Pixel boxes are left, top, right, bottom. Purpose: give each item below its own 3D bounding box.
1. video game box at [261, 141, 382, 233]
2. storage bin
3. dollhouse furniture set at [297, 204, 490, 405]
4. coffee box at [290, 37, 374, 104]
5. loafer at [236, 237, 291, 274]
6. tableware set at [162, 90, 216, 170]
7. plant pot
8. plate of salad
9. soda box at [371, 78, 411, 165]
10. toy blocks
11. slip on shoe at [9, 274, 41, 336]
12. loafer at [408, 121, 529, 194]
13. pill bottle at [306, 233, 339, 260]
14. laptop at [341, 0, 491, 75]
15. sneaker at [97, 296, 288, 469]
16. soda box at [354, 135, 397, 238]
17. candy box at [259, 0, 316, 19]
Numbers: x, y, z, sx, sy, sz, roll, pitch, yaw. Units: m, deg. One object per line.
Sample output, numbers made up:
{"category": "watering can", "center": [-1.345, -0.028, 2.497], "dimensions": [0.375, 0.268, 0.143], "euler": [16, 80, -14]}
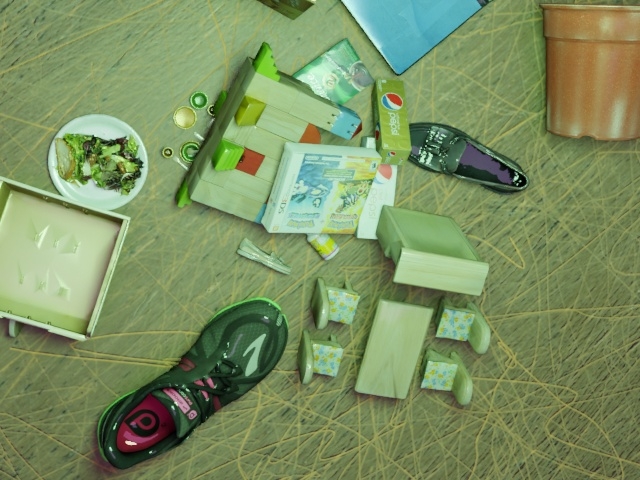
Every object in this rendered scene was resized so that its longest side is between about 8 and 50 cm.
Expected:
{"category": "video game box", "center": [0.002, -0.100, 1.670], "dimensions": [0.205, 0.048, 0.187], "euler": [0, 127, -29]}
{"category": "storage bin", "center": [-0.545, 0.042, 1.657], "dimensions": [0.262, 0.123, 0.260], "euler": [18, 82, -11]}
{"category": "dollhouse furniture set", "center": [0.175, 0.163, 1.700], "dimensions": [0.362, 0.256, 0.394], "euler": [10, 110, -10]}
{"category": "coffee box", "center": [0.008, -0.325, 1.747], "dimensions": [0.184, 0.040, 0.113], "euler": [-34, 103, -1]}
{"category": "loafer", "center": [-0.116, 0.034, 1.786], "dimensions": [0.125, 0.045, 0.039], "euler": [24, 88, -8]}
{"category": "tableware set", "center": [-0.267, -0.228, 1.732], "dimensions": [0.104, 0.024, 0.154], "euler": [40, 92, -12]}
{"category": "plant pot", "center": [0.580, -0.352, 1.728], "dimensions": [0.273, 0.272, 0.265], "euler": [-1, 106, -8]}
{"category": "plate of salad", "center": [-0.454, -0.158, 1.703], "dimensions": [0.200, 0.048, 0.199], "euler": [-1, 98, -8]}
{"category": "soda box", "center": [0.145, -0.245, 1.723], "dimensions": [0.061, 0.058, 0.181], "euler": [2, 62, -9]}
{"category": "toy blocks", "center": [-0.090, -0.179, 1.686], "dimensions": [0.261, 0.190, 0.381], "euler": [21, 113, -26]}
{"category": "slip on shoe", "center": [-0.609, 0.137, 1.727], "dimensions": [0.041, 0.051, 0.135], "euler": [15, 88, -8]}
{"category": "loafer", "center": [0.310, -0.178, 1.786], "dimensions": [0.303, 0.095, 0.109], "euler": [20, 95, -11]}
{"category": "pill bottle", "center": [0.000, 0.000, 1.795], "dimensions": [0.043, 0.043, 0.083], "euler": [-42, 101, 0]}
{"category": "laptop", "center": [0.230, -0.611, 1.636], "dimensions": [0.382, 0.408, 0.236], "euler": [51, 47, -12]}
{"category": "sneaker", "center": [-0.252, 0.312, 1.726], "dimensions": [0.483, 0.202, 0.185], "euler": [-42, 103, 0]}
{"category": "soda box", "center": [0.117, -0.113, 1.783], "dimensions": [0.074, 0.069, 0.216], "euler": [4, 98, -9]}
{"category": "candy box", "center": [-0.092, -0.506, 1.565], "dimensions": [0.183, 0.316, 0.087], "euler": [26, 94, -12]}
